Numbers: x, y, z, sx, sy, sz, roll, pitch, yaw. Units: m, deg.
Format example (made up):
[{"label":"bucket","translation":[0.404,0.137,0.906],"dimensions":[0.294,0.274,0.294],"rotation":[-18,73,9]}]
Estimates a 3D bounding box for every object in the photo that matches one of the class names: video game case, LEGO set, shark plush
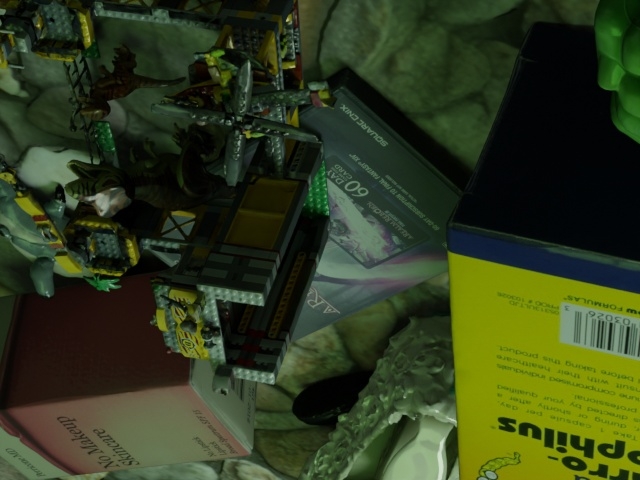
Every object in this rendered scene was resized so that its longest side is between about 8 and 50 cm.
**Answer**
[{"label":"video game case","translation":[-0.009,-0.014,1.188],"dimensions":[0.196,0.026,0.274],"rotation":[39,134,-26]},{"label":"LEGO set","translation":[-0.117,-0.038,1.032],"dimensions":[0.255,0.192,0.331],"rotation":[14,137,7]},{"label":"shark plush","translation":[-0.242,-0.028,1.276],"dimensions":[0.067,0.073,0.161],"rotation":[-27,109,18]}]

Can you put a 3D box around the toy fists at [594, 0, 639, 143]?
[{"label":"toy fists","translation":[0.193,-0.153,0.740],"dimensions":[0.096,0.142,0.279],"rotation":[8,145,9]}]

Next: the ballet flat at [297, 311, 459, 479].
[{"label":"ballet flat","translation":[0.055,0.233,1.366],"dimensions":[0.147,0.147,0.409],"rotation":[17,132,-3]}]

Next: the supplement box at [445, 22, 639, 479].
[{"label":"supplement box","translation":[0.212,0.054,1.044],"dimensions":[0.195,0.194,0.356],"rotation":[13,142,18]}]

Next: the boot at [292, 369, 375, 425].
[{"label":"boot","translation":[0.046,0.174,1.432],"dimensions":[0.121,0.045,0.099],"rotation":[-19,130,30]}]

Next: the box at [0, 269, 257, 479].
[{"label":"box","translation":[-0.189,0.125,1.342],"dimensions":[0.232,0.126,0.148],"rotation":[-10,145,18]}]

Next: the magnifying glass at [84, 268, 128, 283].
[{"label":"magnifying glass","translation":[-0.231,0.076,1.417],"dimensions":[0.092,0.026,0.231],"rotation":[23,146,-12]}]
